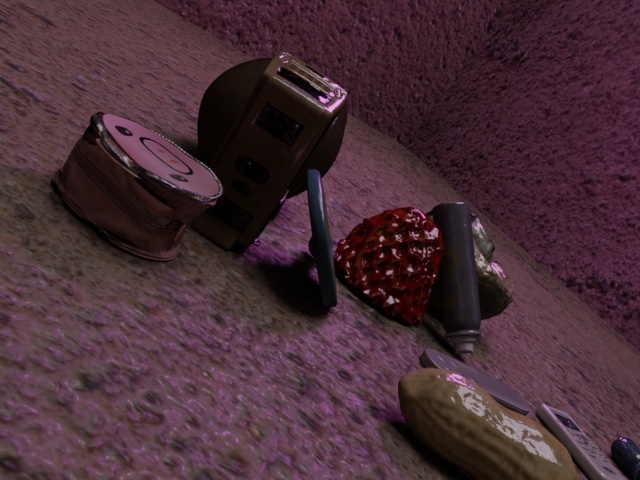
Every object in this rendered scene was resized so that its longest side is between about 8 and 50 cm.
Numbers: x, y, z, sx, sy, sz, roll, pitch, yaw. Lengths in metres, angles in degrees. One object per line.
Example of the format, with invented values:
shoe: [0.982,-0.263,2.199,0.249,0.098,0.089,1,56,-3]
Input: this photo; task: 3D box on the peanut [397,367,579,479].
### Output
peanut: [0.210,0.255,0.980,0.257,0.123,0.123,36,14,15]

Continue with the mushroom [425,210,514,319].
mushroom: [0.283,0.075,1.568,0.267,0.190,0.164,54,15,-40]

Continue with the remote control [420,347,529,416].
remote control: [0.267,0.245,1.304,0.245,0.022,0.077,28,19,-27]

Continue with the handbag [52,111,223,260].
handbag: [-0.234,-0.072,0.979,0.205,0.116,0.179,42,17,16]

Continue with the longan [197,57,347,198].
longan: [-0.095,-0.214,1.451,0.288,0.288,0.350,34,4,-8]

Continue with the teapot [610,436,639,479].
teapot: [0.591,0.423,1.451,0.049,0.063,0.083,-3,32,-16]

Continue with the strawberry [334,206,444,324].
strawberry: [0.155,0.033,1.421,0.234,0.178,0.234,38,18,-15]

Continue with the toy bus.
toy bus: [-0.088,-0.125,1.150,0.139,0.289,0.157,34,27,-5]

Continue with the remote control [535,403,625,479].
remote control: [0.463,0.368,1.349,0.087,0.029,0.190,26,19,-33]

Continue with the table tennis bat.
table tennis bat: [0.000,0.000,1.221,0.329,0.044,0.215,92,-10,-86]

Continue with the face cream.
face cream: [0.258,0.070,1.433,0.073,0.073,0.283,14,69,-55]
